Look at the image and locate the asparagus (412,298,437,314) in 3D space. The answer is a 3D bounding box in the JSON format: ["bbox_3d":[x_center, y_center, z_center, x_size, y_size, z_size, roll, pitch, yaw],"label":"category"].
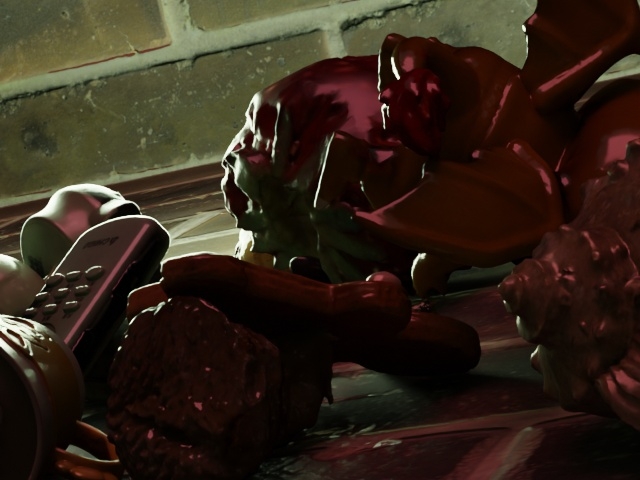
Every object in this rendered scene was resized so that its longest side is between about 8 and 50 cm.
[{"bbox_3d":[0.038,0.093,1.956,0.165,0.036,0.030,-13,24,4],"label":"asparagus"}]

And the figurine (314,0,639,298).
[{"bbox_3d":[0.202,-0.047,1.661,0.387,0.268,0.401,23,43,5],"label":"figurine"}]

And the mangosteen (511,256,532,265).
[{"bbox_3d":[0.243,-0.034,2.092,0.140,0.140,0.140,-14,9,2],"label":"mangosteen"}]

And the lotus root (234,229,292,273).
[{"bbox_3d":[0.000,0.000,2.360,0.221,0.118,0.125,-17,26,1],"label":"lotus root"}]

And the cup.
[{"bbox_3d":[-0.279,0.162,1.703,0.241,0.185,0.226,21,8,5],"label":"cup"}]

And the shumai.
[{"bbox_3d":[-0.068,0.134,1.602,0.176,0.166,0.206,9,0,-34],"label":"shumai"}]

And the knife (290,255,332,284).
[{"bbox_3d":[0.039,0.064,1.769,0.072,0.019,0.245,-11,-26,16],"label":"knife"}]

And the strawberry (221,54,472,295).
[{"bbox_3d":[0.086,-0.103,2.180,0.345,0.295,0.317,-42,8,-29],"label":"strawberry"}]

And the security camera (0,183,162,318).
[{"bbox_3d":[-0.342,0.068,2.295,0.277,0.197,0.191,-31,24,-32],"label":"security camera"}]

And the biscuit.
[{"bbox_3d":[-0.005,0.066,1.683,0.324,0.049,0.205,14,-23,-21],"label":"biscuit"}]

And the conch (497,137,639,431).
[{"bbox_3d":[0.306,0.032,1.365,0.352,0.210,0.297,-13,26,-3],"label":"conch"}]

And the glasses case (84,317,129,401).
[{"bbox_3d":[-0.151,0.106,1.972,0.156,0.098,0.425,-33,18,-32],"label":"glasses case"}]

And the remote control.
[{"bbox_3d":[-0.259,0.092,1.947,0.140,0.056,0.296,-8,42,48],"label":"remote control"}]
